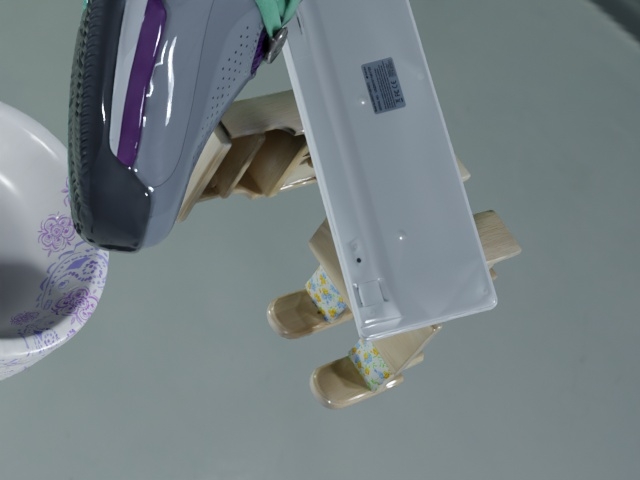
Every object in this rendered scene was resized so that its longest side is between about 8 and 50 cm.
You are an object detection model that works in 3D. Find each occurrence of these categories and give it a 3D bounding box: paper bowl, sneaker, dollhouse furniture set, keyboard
[{"bbox_3d":[-0.365,0.006,1.362,0.284,0.148,0.284,22,54,-34],"label":"paper bowl"},{"bbox_3d":[-0.007,-0.100,0.381,0.098,0.083,0.224,12,79,-10],"label":"sneaker"},{"bbox_3d":[0.000,0.000,1.142,0.161,0.212,0.242,-17,65,-39],"label":"dollhouse furniture set"},{"bbox_3d":[0.023,-0.078,0.721,0.072,0.014,0.256,-13,76,-6],"label":"keyboard"}]
